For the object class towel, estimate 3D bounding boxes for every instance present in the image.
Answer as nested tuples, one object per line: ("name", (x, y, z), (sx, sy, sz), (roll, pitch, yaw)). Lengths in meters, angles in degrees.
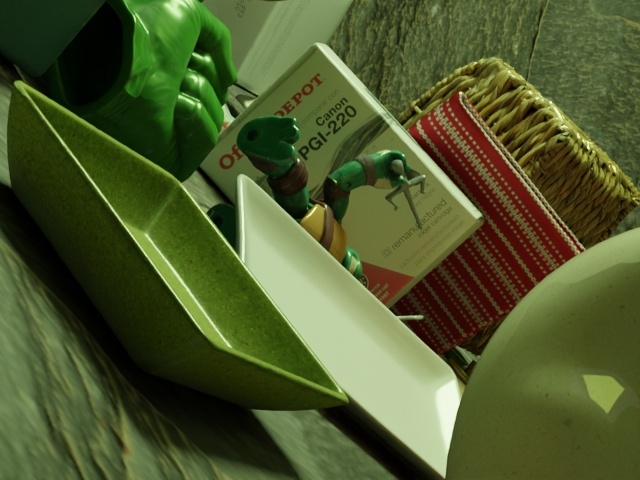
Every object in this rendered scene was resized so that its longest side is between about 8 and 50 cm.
("towel", (0.114, -0.003, 1.415), (0.199, 0.275, 0.031), (52, 49, 0))

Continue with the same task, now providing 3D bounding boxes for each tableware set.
("tableware set", (0.194, 0.175, 1.739), (0.104, 0.024, 0.154), (45, 8, -20))

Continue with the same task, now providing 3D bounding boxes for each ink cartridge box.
("ink cartridge box", (0.018, -0.047, 1.327), (0.218, 0.158, 0.092), (48, 7, 7))

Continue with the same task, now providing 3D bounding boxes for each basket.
("basket", (0.190, -0.045, 1.779), (0.223, 0.299, 0.213), (30, 15, -50))

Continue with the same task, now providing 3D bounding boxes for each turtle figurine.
("turtle figurine", (0.000, 0.000, 1.172), (0.234, 0.118, 0.175), (36, 54, -53))

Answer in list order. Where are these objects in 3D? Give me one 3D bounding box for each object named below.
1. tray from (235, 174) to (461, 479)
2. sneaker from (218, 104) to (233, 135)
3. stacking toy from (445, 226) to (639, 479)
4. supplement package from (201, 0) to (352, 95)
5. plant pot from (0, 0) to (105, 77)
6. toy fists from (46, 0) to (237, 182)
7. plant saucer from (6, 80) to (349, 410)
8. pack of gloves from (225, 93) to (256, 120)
("tray", (0.020, 0.079, 1.055), (0.270, 0.030, 0.145), (44, 26, -32))
("sneaker", (-0.111, -0.121, 1.377), (0.075, 0.057, 0.161), (41, 4, -4))
("stacking toy", (0.243, 0.207, 1.036), (0.350, 0.351, 0.480), (49, -11, 11))
("supplement package", (-0.097, -0.283, 1.747), (0.175, 0.177, 0.293), (30, 3, 11))
("plant pot", (-0.240, -0.256, 0.938), (0.234, 0.165, 0.165), (32, 16, -46))
("toy fists", (-0.130, -0.178, 1.087), (0.142, 0.096, 0.279), (35, 39, -57))
("plant saucer", (-0.085, 0.019, 0.789), (0.188, 0.045, 0.188), (51, 8, 25))
("pack of gloves", (-0.051, -0.074, 1.636), (0.232, 0.046, 0.195), (51, 22, 24))
